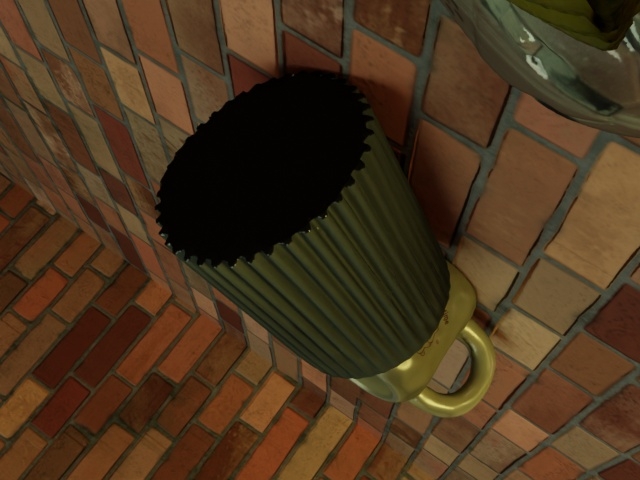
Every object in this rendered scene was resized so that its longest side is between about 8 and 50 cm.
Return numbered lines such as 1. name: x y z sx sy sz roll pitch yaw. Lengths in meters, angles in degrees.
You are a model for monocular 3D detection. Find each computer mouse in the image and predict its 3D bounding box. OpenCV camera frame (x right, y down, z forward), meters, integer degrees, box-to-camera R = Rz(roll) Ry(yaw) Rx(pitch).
1. computer mouse: 0.170 -0.192 0.640 0.389 0.115 0.199 37 157 1

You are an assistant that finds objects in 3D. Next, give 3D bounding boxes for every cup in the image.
1. cup: 0.140 0.154 1.324 0.173 0.202 0.255 13 149 50

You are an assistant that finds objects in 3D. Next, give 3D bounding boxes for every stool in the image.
1. stool: 0.000 0.000 1.113 0.297 0.297 0.330 19 157 42

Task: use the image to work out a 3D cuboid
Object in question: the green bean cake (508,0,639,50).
1. green bean cake: 0.127 -0.265 0.405 0.202 0.285 0.310 32 -170 16
